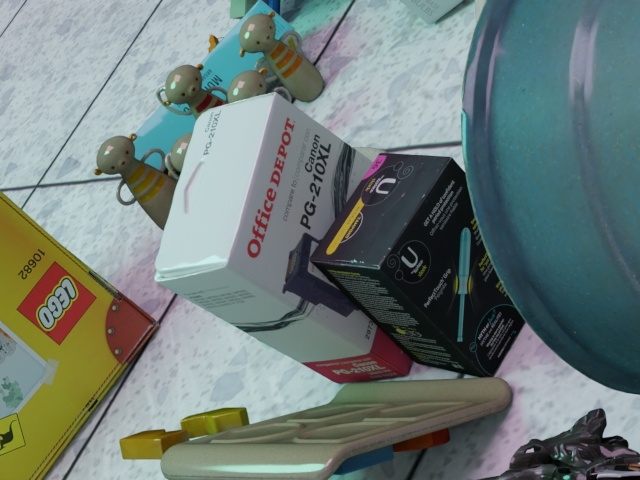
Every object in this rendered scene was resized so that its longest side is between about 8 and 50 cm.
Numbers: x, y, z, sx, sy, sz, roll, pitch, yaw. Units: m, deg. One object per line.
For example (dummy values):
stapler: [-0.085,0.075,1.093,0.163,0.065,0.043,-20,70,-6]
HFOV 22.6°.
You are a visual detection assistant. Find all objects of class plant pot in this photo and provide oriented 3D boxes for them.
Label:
plant pot: [0.327,-0.081,1.014,0.334,0.341,0.341,-11,44,50]

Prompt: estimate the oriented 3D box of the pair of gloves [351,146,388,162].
pair of gloves: [0.000,0.000,1.638,0.240,0.042,0.204,-50,30,-10]

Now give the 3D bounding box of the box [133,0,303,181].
box: [-0.127,-0.170,1.932,0.244,0.060,0.100,-47,-13,-5]

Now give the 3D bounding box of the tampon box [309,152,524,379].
tampon box: [0.096,0.021,1.376,0.101,0.161,0.120,7,57,54]

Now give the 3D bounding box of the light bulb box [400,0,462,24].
light bulb box: [0.130,-0.492,1.718,0.361,0.358,0.225,-36,31,35]

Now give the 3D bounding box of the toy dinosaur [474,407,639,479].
toy dinosaur: [0.195,0.185,0.943,0.218,0.322,0.164,0,66,67]

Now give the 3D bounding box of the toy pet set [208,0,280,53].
toy pet set: [-0.087,-0.267,2.074,0.122,0.065,0.114,4,90,56]

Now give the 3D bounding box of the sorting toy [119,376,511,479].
sorting toy: [-0.018,0.167,1.361,0.229,0.041,0.307,-15,5,-43]

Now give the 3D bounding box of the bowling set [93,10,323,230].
bowling set: [-0.094,-0.124,1.790,0.287,0.154,0.200,-50,30,-7]

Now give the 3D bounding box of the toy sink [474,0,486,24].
toy sink: [0.248,-0.168,1.347,0.131,0.234,0.153,-29,33,26]

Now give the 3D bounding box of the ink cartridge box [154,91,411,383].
ink cartridge box: [-0.014,0.002,1.429,0.100,0.237,0.172,-11,57,44]

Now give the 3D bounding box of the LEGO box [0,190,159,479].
LEGO box: [-0.480,0.161,1.702,0.500,0.372,0.193,-53,31,-14]
